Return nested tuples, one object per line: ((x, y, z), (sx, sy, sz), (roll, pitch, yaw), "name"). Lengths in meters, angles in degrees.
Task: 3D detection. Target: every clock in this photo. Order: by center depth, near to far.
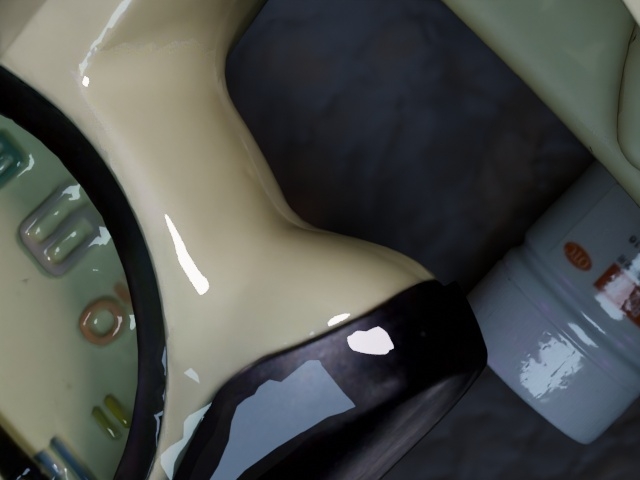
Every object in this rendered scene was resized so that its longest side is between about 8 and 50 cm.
((0.000, 0.000, 0.481), (0.379, 0.120, 0.276), (-40, 80, 16), "clock")

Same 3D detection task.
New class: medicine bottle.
((0.086, 0.008, 0.544), (0.057, 0.057, 0.089), (42, 99, -11), "medicine bottle")
